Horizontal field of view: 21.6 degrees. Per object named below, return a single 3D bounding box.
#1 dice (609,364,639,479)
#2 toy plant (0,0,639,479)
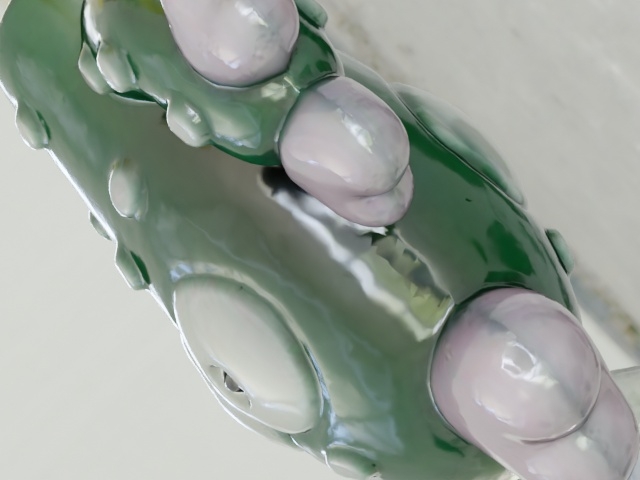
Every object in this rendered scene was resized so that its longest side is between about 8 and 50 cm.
[{"bbox_3d":[0.206,0.188,1.014,0.194,0.192,0.193,73,-172,-68],"label":"dice"},{"bbox_3d":[0.001,0.002,0.521,0.243,0.112,0.232,49,169,-11],"label":"toy plant"}]
